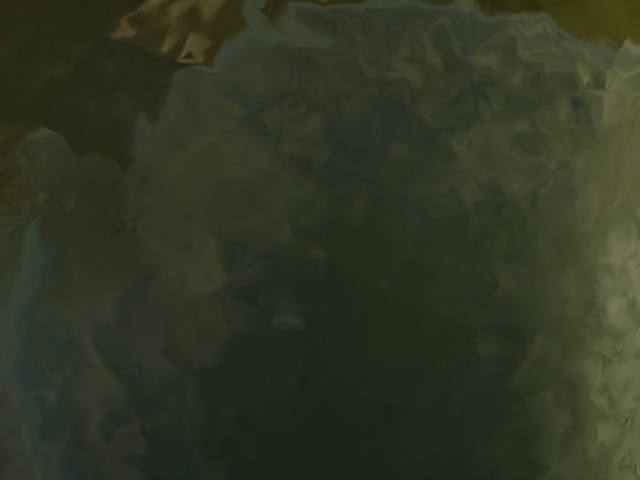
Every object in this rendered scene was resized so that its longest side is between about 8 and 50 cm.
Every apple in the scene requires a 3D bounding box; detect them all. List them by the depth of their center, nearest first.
[{"bbox_3d":[0.000,0.000,0.446,0.254,0.292,0.292,0,141,22],"label":"apple"}]
